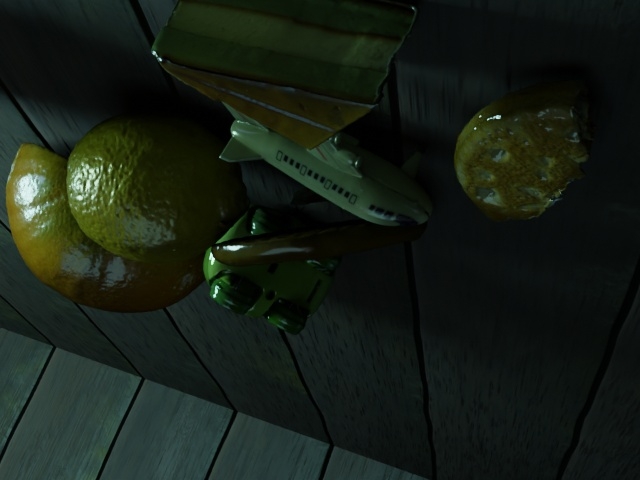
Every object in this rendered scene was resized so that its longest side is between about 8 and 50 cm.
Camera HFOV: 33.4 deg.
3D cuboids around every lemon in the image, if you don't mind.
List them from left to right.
[{"bbox_3d":[-0.200,-0.065,1.294,0.256,0.188,0.188,5,155,22],"label":"lemon"}]

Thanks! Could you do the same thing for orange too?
[{"bbox_3d":[-0.325,-0.025,1.585,0.310,0.274,0.274,64,152,-2],"label":"orange"}]

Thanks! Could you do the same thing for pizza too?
[{"bbox_3d":[0.192,-0.087,1.015,0.127,0.058,0.246,20,158,10],"label":"pizza"}]

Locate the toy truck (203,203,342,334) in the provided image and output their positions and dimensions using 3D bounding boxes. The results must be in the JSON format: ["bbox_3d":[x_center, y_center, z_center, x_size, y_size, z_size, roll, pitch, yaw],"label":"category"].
[{"bbox_3d":[-0.076,0.029,1.485,0.187,0.148,0.210,28,-178,-17],"label":"toy truck"}]

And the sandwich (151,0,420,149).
[{"bbox_3d":[-0.035,-0.182,0.935,0.187,0.117,0.144,28,156,-11],"label":"sandwich"}]

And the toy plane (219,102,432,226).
[{"bbox_3d":[0.006,-0.085,1.147,0.256,0.104,0.242,17,156,15],"label":"toy plane"}]

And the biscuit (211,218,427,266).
[{"bbox_3d":[0.000,0.001,1.254,0.261,0.037,0.262,-9,-178,0],"label":"biscuit"}]
